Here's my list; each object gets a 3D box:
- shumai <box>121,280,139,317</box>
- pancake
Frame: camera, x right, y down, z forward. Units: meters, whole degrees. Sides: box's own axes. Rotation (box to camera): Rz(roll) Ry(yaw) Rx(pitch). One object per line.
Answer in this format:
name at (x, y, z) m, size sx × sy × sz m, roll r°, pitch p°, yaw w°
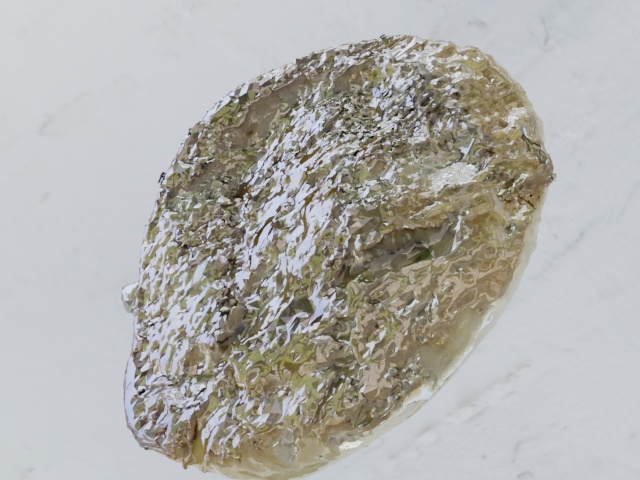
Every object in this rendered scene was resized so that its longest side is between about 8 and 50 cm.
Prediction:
shumai at (-0.055, 0.040, 1.047) m, size 0.262 × 0.314 × 0.267 m, roll -1°, pitch -127°, yaw -18°
pancake at (-0.001, -0.001, 0.719) m, size 0.356 × 0.065 × 0.356 m, roll -25°, pitch -138°, yaw 25°
